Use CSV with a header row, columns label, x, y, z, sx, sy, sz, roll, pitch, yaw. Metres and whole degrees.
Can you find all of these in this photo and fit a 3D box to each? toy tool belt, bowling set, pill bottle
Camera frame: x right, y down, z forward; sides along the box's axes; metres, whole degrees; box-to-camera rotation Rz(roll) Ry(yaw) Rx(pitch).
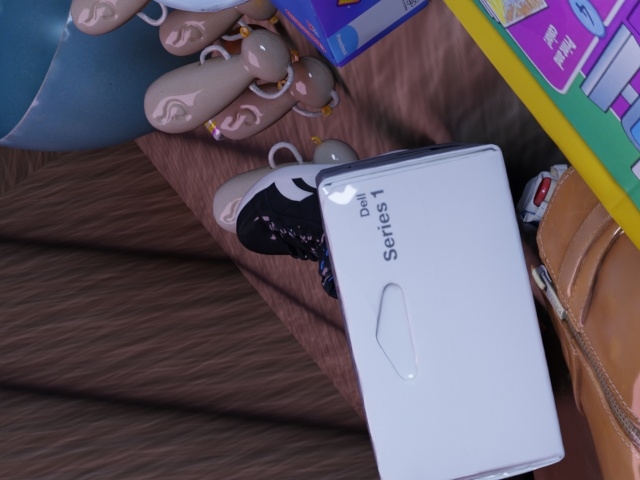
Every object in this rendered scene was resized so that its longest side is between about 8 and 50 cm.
label,x,y,z,sx,sy,sz,roll,pitch,yaw
toy tool belt,0.153,-0.019,0.984,0.051,0.052,0.083,23,175,-1
bowling set,-0.064,-0.170,1.401,0.287,0.154,0.200,54,-144,-19
pill bottle,-0.144,-0.176,2.082,0.083,0.043,0.043,52,172,11

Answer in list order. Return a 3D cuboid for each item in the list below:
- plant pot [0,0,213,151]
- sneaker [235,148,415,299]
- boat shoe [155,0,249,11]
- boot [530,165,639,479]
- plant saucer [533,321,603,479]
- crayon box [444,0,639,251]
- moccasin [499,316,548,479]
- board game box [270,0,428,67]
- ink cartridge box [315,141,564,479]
label,x,y,z,sx,sy,sz,roll,pitch,yaw
plant pot,-0.234,-0.220,1.741,0.195,0.290,0.290,16,-168,-28
sneaker,0.000,0.000,1.283,0.217,0.121,0.079,-15,131,38
boat shoe,-0.056,-0.296,0.686,0.156,0.136,0.367,-66,-33,-60
boot,0.177,0.111,0.896,0.220,0.109,0.283,-125,28,-47
plant saucer,0.205,0.160,1.043,0.278,0.041,0.277,168,90,-72
crayon box,0.126,-0.116,0.475,0.313,0.106,0.363,52,173,7
moccasin,0.156,0.142,1.314,0.380,0.139,0.147,46,175,34
board game box,-0.081,-0.298,1.029,0.347,0.078,0.233,49,171,35
ink cartridge box,0.072,0.041,1.069,0.278,0.117,0.201,-96,-6,-86
